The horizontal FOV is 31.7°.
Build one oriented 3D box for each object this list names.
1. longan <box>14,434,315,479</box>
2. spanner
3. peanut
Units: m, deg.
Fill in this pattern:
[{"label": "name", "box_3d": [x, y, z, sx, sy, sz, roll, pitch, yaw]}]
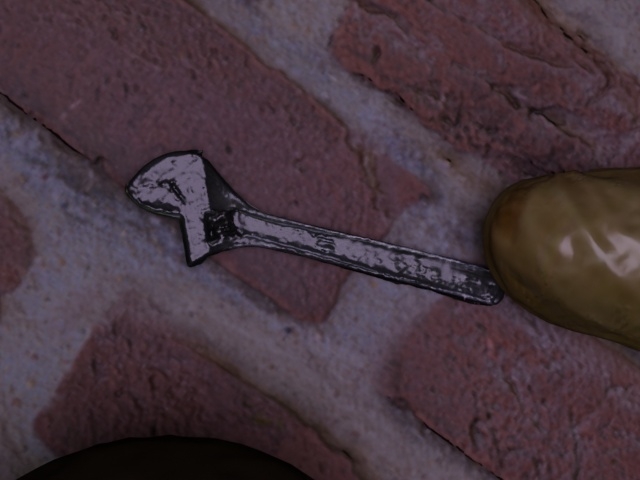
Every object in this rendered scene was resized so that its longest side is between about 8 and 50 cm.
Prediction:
[{"label": "longan", "box_3d": [-0.106, 0.320, 0.726, 0.391, 0.391, 0.391, 0, 89, -8]}, {"label": "spanner", "box_3d": [0.000, 0.000, 0.917, 0.325, 0.026, 0.093, 14, 87, -9]}, {"label": "peanut", "box_3d": [0.285, 0.026, 0.898, 0.319, 0.147, 0.147, 20, 87, -5]}]
